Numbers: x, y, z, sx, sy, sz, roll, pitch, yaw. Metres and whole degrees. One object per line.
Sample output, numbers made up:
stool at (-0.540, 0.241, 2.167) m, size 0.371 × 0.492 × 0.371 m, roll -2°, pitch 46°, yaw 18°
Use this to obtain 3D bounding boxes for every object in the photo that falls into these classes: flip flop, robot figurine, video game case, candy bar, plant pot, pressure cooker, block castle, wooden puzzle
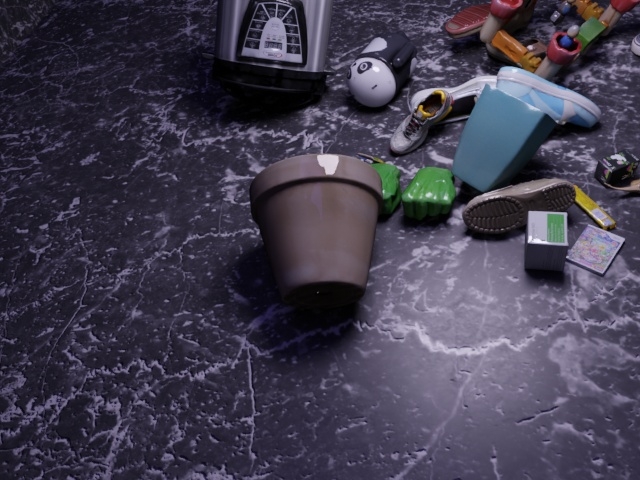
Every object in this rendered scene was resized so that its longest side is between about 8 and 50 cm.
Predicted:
flip flop at (0.658, -0.604, 1.796) m, size 0.277 × 0.080 × 0.112 m, roll 35°, pitch 65°, yaw 26°
robot figurine at (0.197, -0.549, 1.796) m, size 0.173 × 0.209 × 0.278 m, roll 27°, pitch 60°, yaw 16°
video game case at (0.641, 0.021, 1.319) m, size 0.087 × 0.011 × 0.122 m, roll 28°, pitch 61°, yaw 31°
candy bar at (0.664, -0.083, 1.397) m, size 0.040 × 0.018 × 0.161 m, roll -25°, pitch 50°, yaw -4°
plant pot at (0.446, -0.242, 1.431) m, size 0.166 × 0.165 × 0.234 m, roll 38°, pitch 110°, yaw 25°
plant pot at (0.000, 0.000, 1.319) m, size 0.323 × 0.323 × 0.280 m, roll -8°, pitch 65°, yaw 6°
pressure cooker at (-0.149, -0.635, 1.806) m, size 0.370 × 0.420 × 0.375 m, roll 25°, pitch 26°, yaw 36°
block castle at (0.721, -0.700, 1.683) m, size 0.453 × 0.213 × 0.303 m, roll -39°, pitch 76°, yaw -25°
wooden puzzle at (0.151, -0.229, 1.599) m, size 0.116 × 0.078 × 0.014 m, roll 26°, pitch 95°, yaw 41°

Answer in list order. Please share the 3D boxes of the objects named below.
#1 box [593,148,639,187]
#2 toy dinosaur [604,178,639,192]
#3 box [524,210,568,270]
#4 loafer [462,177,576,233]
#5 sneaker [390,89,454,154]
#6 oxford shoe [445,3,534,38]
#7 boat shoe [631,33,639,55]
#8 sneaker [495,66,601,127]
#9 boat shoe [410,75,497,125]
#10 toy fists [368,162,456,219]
box at (0.750, -0.182, 1.433) m, size 0.083 × 0.062 × 0.052 m, roll -21°, pitch 50°, yaw -6°
toy dinosaur at (0.801, -0.129, 1.396) m, size 0.183 × 0.053 × 0.092 m, roll -16°, pitch 33°, yaw -10°
box at (0.519, 0.001, 1.303) m, size 0.087 × 0.102 × 0.101 m, roll 3°, pitch 52°, yaw 18°
loafer at (0.483, -0.088, 1.396) m, size 0.268 × 0.102 × 0.092 m, roll -12°, pitch 16°, yaw 9°
sneaker at (0.278, -0.344, 1.612) m, size 0.088 × 0.093 × 0.225 m, roll 45°, pitch 105°, yaw 18°
oxford shoe at (0.572, -0.715, 1.879) m, size 0.348 × 0.130 × 0.123 m, roll -22°, pitch 45°, yaw -13°
boat shoe at (1.113, -0.688, 1.718) m, size 0.340 × 0.158 × 0.127 m, roll -24°, pitch 49°, yaw -8°
sneaker at (0.602, -0.328, 1.568) m, size 0.319 × 0.208 × 0.127 m, roll 20°, pitch 8°, yaw -7°
boat shoe at (0.424, -0.399, 1.664) m, size 0.320 × 0.118 × 0.103 m, roll -4°, pitch 57°, yaw 15°
toy fists at (0.214, -0.124, 1.487) m, size 0.279 × 0.096 × 0.142 m, roll 9°, pitch 40°, yaw 21°
